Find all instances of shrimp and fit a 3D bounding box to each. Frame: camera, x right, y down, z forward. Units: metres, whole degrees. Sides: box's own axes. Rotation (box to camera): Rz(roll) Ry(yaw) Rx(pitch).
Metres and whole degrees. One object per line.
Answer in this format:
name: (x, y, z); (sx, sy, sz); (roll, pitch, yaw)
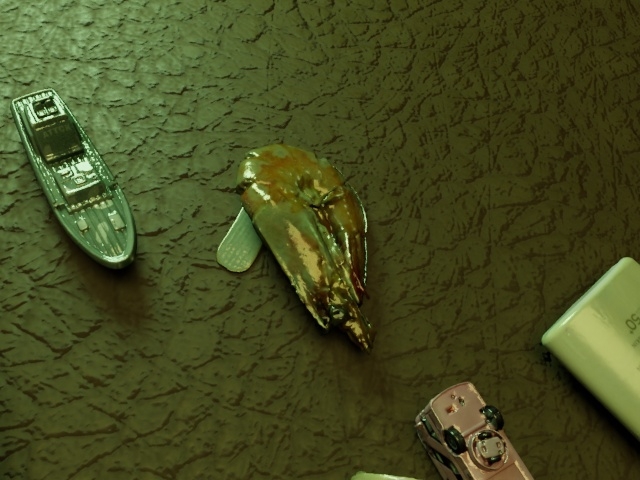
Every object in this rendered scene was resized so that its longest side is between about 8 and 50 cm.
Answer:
shrimp: (0.000, 0.000, 0.761); (0.154, 0.062, 0.294); (-10, 64, -29)

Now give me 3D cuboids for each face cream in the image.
face cream: (0.421, 0.186, 0.715); (0.173, 0.081, 0.348); (-34, 71, -25)

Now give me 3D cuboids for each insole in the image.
insole: (-0.069, -0.037, 0.801); (0.064, 0.004, 0.188); (25, 59, 6)

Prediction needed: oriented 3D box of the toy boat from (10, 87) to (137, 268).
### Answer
toy boat: (-0.278, -0.073, 0.737); (0.078, 0.085, 0.260); (-25, 68, -23)

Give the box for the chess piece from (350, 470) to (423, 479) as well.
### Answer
chess piece: (0.051, 0.400, 0.515); (0.117, 0.117, 0.397); (13, 61, -3)

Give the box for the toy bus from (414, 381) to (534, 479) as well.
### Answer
toy bus: (0.169, 0.242, 0.634); (0.063, 0.090, 0.203); (-22, 67, -21)
